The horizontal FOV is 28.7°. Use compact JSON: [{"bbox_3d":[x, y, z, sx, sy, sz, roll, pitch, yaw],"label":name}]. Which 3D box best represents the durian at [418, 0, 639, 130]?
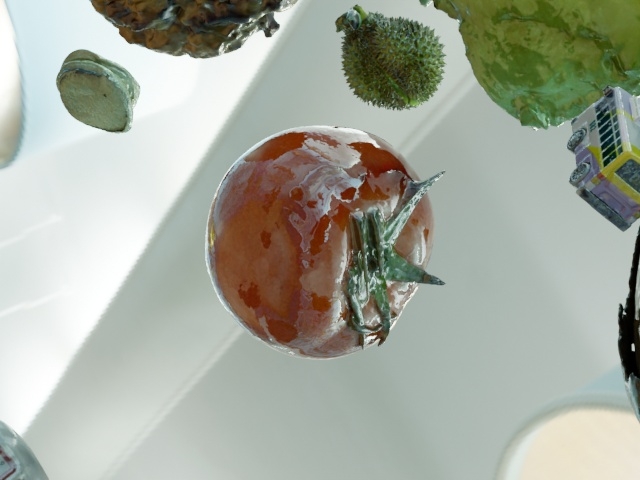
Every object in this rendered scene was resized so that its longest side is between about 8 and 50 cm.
[{"bbox_3d":[0.280,-0.263,1.408,0.339,0.204,0.256,-13,-87,39],"label":"durian"}]

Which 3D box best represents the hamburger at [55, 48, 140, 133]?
[{"bbox_3d":[-0.353,-0.233,1.973,0.140,0.062,0.133,21,-44,-1],"label":"hamburger"}]

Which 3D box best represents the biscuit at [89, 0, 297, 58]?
[{"bbox_3d":[-0.153,-0.348,1.466,0.081,0.289,0.334,-83,-174,-46],"label":"biscuit"}]

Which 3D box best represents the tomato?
[{"bbox_3d":[0.000,0.000,1.345,0.224,0.255,0.256,26,-49,42],"label":"tomato"}]

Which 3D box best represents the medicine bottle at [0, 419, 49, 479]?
[{"bbox_3d":[-0.406,0.297,1.280,0.131,0.250,0.131,33,-36,29],"label":"medicine bottle"}]

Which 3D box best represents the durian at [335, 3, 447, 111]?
[{"bbox_3d":[0.115,-0.301,2.095,0.198,0.146,0.159,22,-65,12],"label":"durian"}]

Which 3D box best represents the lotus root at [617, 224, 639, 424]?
[{"bbox_3d":[0.323,0.014,0.890,0.179,0.398,0.196,24,-22,-16],"label":"lotus root"}]

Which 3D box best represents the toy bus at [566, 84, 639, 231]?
[{"bbox_3d":[0.207,-0.061,0.868,0.052,0.102,0.058,37,-58,-17],"label":"toy bus"}]
